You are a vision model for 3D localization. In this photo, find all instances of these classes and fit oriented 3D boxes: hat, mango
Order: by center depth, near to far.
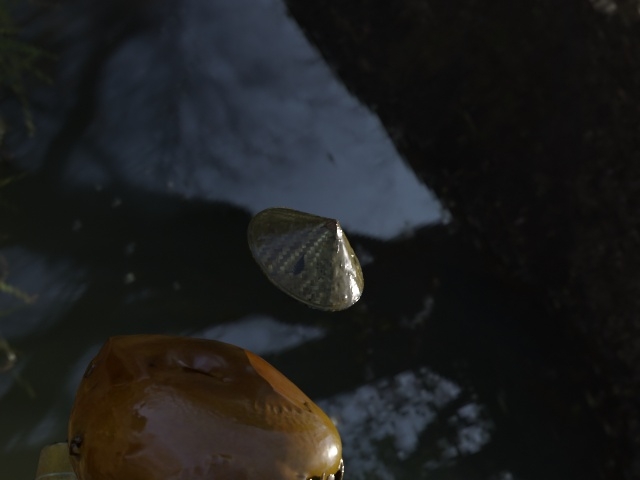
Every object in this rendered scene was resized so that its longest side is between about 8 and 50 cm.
[{"bbox_3d":[-0.095,0.179,1.235,0.236,0.136,0.166,4,25,-12],"label":"mango"},{"bbox_3d":[0.000,0.000,1.557,0.146,0.067,0.146,23,39,-20],"label":"hat"}]

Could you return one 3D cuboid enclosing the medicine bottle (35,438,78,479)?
[{"bbox_3d":[-0.265,0.396,1.594,0.151,0.151,0.322,32,57,-42],"label":"medicine bottle"}]
